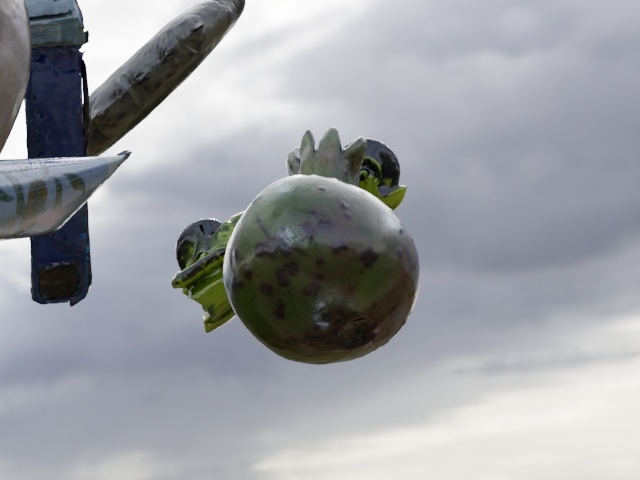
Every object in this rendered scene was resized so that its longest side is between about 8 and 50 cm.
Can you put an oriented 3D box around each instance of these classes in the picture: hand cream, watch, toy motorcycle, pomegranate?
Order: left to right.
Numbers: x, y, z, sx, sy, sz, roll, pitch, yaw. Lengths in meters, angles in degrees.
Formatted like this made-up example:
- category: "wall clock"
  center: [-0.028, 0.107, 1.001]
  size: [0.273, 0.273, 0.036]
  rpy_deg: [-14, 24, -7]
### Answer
- category: "hand cream"
  center: [-0.212, -0.029, 1.158]
  size: [0.088, 0.055, 0.256]
  rpy_deg: [-47, -13, 19]
- category: "watch"
  center: [-0.265, -0.122, 1.501]
  size: [0.068, 0.274, 0.276]
  rpy_deg: [-15, 32, -27]
- category: "toy motorcycle"
  center: [-0.024, 0.016, 2.399]
  size: [0.342, 0.206, 0.142]
  rpy_deg: [-25, -7, 10]
- category: "pomegranate"
  center: [-0.009, -0.004, 2.140]
  size: [0.242, 0.306, 0.242]
  rpy_deg: [-12, -20, -5]

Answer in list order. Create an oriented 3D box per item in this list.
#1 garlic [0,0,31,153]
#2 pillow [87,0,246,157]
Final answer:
- category: "garlic"
  center: [-0.287, -0.087, 1.285]
  size: [0.143, 0.318, 0.112]
  rpy_deg: [16, -18, 34]
- category: "pillow"
  center: [-0.159, -0.148, 1.628]
  size: [0.241, 0.051, 0.093]
  rpy_deg: [-42, 3, -1]
